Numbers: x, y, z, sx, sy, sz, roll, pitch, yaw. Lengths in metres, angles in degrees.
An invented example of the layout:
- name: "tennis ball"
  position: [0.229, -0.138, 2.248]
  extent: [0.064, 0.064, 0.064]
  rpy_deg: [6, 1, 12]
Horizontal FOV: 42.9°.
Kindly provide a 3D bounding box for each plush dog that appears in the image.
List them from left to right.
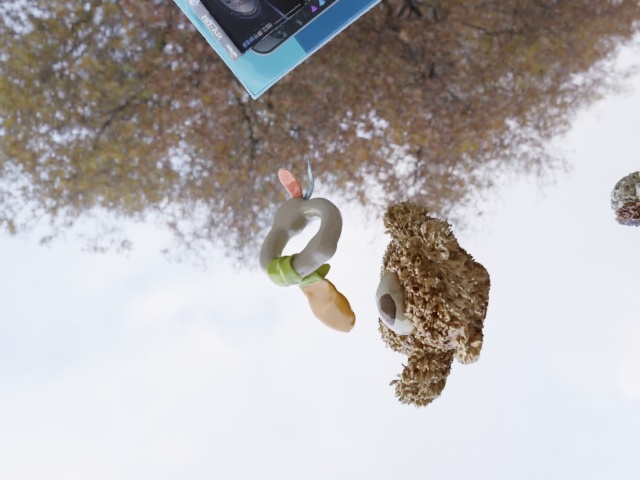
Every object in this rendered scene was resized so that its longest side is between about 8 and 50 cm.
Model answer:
- name: "plush dog"
  position: [0.630, -0.111, 1.423]
  extent: [0.210, 0.262, 0.225]
  rpy_deg: [36, -151, 27]

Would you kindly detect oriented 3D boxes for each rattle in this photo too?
- name: "rattle"
  position: [0.000, 0.000, 1.072]
  extent: [0.143, 0.130, 0.200]
  rpy_deg: [29, -155, -22]

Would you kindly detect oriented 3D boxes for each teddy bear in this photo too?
- name: "teddy bear"
  position: [0.110, 0.069, 0.997]
  extent: [0.113, 0.245, 0.338]
  rpy_deg: [7, -166, -3]

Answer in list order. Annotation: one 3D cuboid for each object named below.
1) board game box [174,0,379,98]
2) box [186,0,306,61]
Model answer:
- name: "board game box"
  position: [-0.066, -0.337, 0.724]
  extent: [0.336, 0.254, 0.079]
  rpy_deg: [50, -155, -17]
- name: "box"
  position: [-0.061, -0.198, 0.672]
  extent: [0.083, 0.018, 0.067]
  rpy_deg: [-44, -77, -28]
